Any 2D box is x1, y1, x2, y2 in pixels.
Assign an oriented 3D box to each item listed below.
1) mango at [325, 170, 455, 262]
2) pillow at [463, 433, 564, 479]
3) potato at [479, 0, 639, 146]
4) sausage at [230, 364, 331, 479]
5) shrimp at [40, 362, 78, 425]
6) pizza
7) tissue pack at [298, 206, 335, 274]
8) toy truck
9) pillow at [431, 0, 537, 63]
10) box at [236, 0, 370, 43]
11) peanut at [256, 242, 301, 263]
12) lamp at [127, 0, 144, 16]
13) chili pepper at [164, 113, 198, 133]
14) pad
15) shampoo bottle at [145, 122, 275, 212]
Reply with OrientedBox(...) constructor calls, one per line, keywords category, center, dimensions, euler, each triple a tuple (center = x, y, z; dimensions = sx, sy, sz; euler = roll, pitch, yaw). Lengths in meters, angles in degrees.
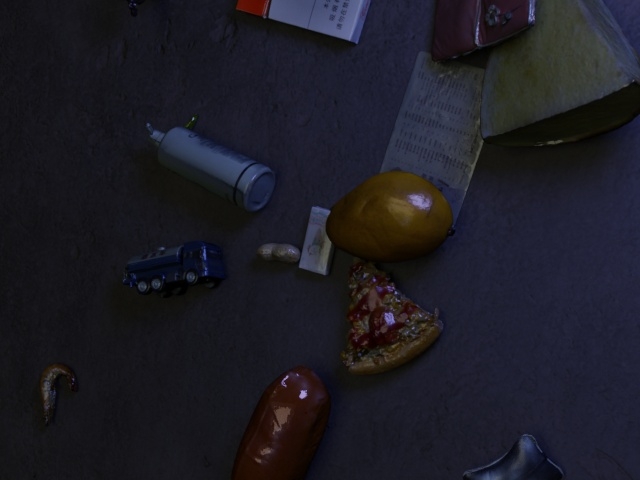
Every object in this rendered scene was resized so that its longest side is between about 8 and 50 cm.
OrientedBox(category="mango", center=(0.102, -0.036, 1.562), dimensions=(0.227, 0.109, 0.147), euler=(-7, 118, 36))
OrientedBox(category="pillow", center=(0.289, 0.355, 1.484), dimensions=(0.135, 0.055, 0.091), euler=(-38, 74, 25))
OrientedBox(category="potato", center=(0.359, -0.282, 1.418), dimensions=(0.269, 0.112, 0.255), euler=(-15, 68, 49))
OrientedBox(category="sausage", center=(-0.067, 0.334, 1.643), dimensions=(0.133, 0.133, 0.258), euler=(29, 103, 26))
OrientedBox(category="shrimp", center=(-0.522, 0.307, 1.954), dimensions=(0.091, 0.025, 0.127), euler=(7, 90, 28))
OrientedBox(category="pizza", center=(0.088, 0.112, 1.598), dimensions=(0.188, 0.062, 0.199), euler=(-33, 73, 22))
OrientedBox(category="tissue pack", center=(0.000, 0.000, 1.669), dimensions=(0.056, 0.023, 0.108), euler=(15, 97, 29))
OrientedBox(category="toy truck", center=(-0.269, 0.053, 1.797), dimensions=(0.201, 0.074, 0.088), euler=(-12, 75, 29))
OrientedBox(category="pillow", center=(0.244, -0.346, 1.477), dimensions=(0.232, 0.043, 0.126), euler=(-9, 73, 58))
OrientedBox(category="box", center=(-0.024, -0.430, 1.685), dimensions=(0.245, 0.035, 0.139), euler=(23, 100, 27))
OrientedBox(category="peanut", center=(-0.072, 0.022, 1.704), dimensions=(0.083, 0.037, 0.037), euler=(-1, 89, 28))
OrientedBox(category="lamp", center=(-0.304, -0.537, 1.796), dimensions=(0.118, 0.118, 0.253), euler=(-8, 78, 29))
OrientedBox(category="chili pepper", center=(-0.258, -0.206, 1.821), dimensions=(0.083, 0.017, 0.030), euler=(-22, 77, 28))
OrientedBox(category="pad", center=(0.183, -0.159, 1.580), dimensions=(0.159, 0.009, 0.265), euler=(22, 100, 28))
OrientedBox(category="shampoo bottle", center=(-0.204, -0.137, 1.751), dimensions=(0.262, 0.085, 0.085), euler=(27, 102, 27))
